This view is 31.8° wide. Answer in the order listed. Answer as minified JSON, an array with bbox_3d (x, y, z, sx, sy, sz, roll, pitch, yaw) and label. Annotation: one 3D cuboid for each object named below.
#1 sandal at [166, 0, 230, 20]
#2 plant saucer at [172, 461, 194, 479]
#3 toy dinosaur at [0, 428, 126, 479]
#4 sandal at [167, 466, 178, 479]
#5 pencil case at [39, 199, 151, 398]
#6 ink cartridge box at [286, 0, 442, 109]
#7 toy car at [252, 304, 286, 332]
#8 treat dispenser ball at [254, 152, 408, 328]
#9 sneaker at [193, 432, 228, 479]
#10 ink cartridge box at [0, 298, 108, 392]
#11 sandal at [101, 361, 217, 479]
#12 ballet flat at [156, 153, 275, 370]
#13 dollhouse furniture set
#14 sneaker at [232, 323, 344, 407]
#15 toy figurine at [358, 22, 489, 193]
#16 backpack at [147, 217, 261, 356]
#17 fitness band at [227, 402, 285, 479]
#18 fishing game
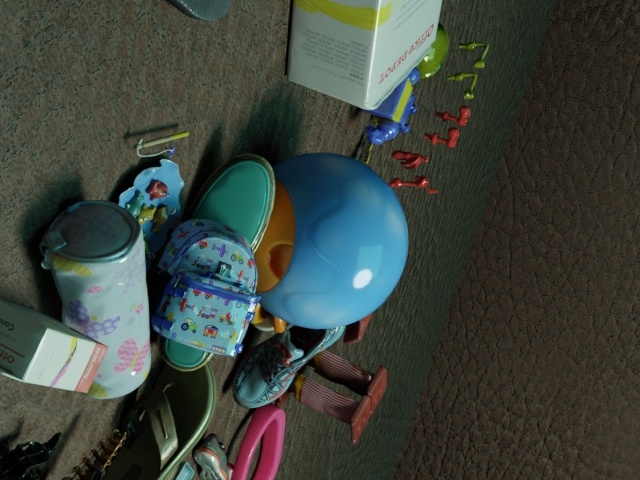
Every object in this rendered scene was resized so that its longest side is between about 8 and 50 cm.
[{"bbox_3d":[-0.186,-0.325,1.335,0.254,0.054,0.097,2,102,-61],"label":"sandal"},{"bbox_3d":[-0.288,0.489,2.021,0.192,0.018,0.067,-61,161,-22],"label":"plant saucer"},{"bbox_3d":[-0.379,0.368,1.496,0.218,0.164,0.322,113,-7,-49],"label":"toy dinosaur"},{"bbox_3d":[-0.257,0.315,1.835,0.049,0.072,0.180,9,101,-55],"label":"sandal"},{"bbox_3d":[-0.279,0.081,1.425,0.124,0.113,0.273,-32,144,-31],"label":"pencil case"},{"bbox_3d":[0.089,-0.444,1.774,0.279,0.160,0.385,-48,153,-45],"label":"ink cartridge box"},{"bbox_3d":[-0.055,0.084,2.018,0.182,0.136,0.159,-59,159,-25],"label":"toy car"},{"bbox_3d":[0.000,0.000,1.834,0.288,0.288,0.288,-54,157,-35],"label":"treat dispenser ball"},{"bbox_3d":[-0.195,0.419,2.137,0.158,0.061,0.065,86,25,-54],"label":"sneaker"},{"bbox_3d":[-0.341,0.114,1.282,0.067,0.115,0.198,-65,162,-5],"label":"ink cartridge box"},{"bbox_3d":[-0.260,0.301,1.739,0.303,0.120,0.086,-61,147,-18],"label":"sandal"},{"bbox_3d":[-0.163,0.028,1.720,0.123,0.123,0.349,1,109,-71],"label":"ballet flat"},{"bbox_3d":[0.013,0.241,2.287,0.152,0.201,0.374,-57,159,-27],"label":"dollhouse furniture set"},{"bbox_3d":[-0.070,0.203,2.079,0.262,0.104,0.125,-45,169,-3],"label":"sneaker"},{"bbox_3d":[0.177,-0.292,2.178,0.363,0.191,0.217,-67,157,-7],"label":"toy figurine"},{"bbox_3d":[-0.159,0.063,1.600,0.158,0.117,0.173,25,88,-27],"label":"backpack"},{"bbox_3d":[-0.140,0.470,2.356,0.209,0.054,0.291,-48,154,-47],"label":"fitness band"},{"bbox_3d":[-0.236,-0.022,1.543,0.189,0.041,0.264,-21,133,-67],"label":"fishing game"}]
